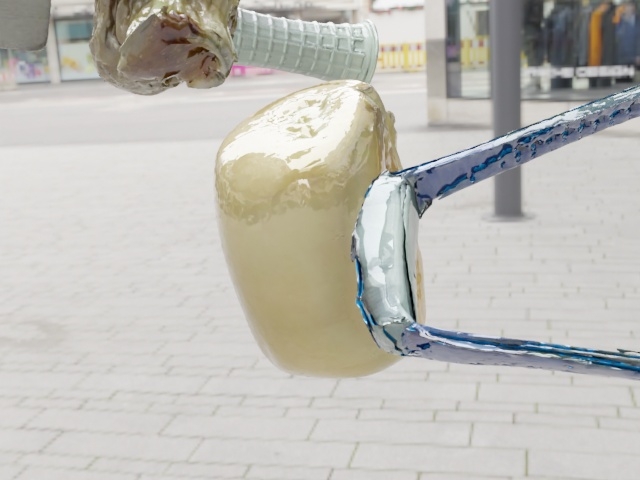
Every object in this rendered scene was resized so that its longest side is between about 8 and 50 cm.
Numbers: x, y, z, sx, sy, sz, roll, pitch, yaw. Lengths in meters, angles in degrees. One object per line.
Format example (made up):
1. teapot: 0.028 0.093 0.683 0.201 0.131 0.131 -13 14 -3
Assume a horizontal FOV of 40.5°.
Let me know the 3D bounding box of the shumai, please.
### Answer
1. shumai: -0.133 -0.211 0.837 0.161 0.209 0.153 20 25 -41

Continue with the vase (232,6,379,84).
1. vase: -0.055 -0.362 1.605 0.299 0.143 0.143 5 9 -22

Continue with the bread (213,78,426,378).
1. bread: 0.000 0.000 1.192 0.253 0.376 0.348 -11 30 14

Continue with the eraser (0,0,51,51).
1. eraser: -0.456 -0.415 1.184 0.111 0.352 0.077 -2 -33 -40

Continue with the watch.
1. watch: 0.168 -0.028 0.663 0.275 0.276 0.068 1 -30 20
